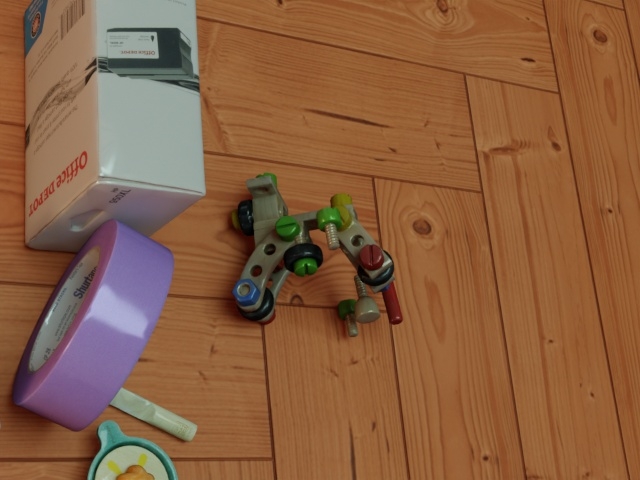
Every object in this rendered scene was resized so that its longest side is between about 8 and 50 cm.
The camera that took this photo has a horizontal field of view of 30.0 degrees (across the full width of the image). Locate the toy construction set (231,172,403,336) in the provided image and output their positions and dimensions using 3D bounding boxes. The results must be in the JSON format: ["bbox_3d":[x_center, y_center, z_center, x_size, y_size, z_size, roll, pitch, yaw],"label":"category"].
[{"bbox_3d":[0.000,0.000,1.891,0.309,0.257,0.237,25,44,-46],"label":"toy construction set"}]

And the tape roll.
[{"bbox_3d":[-0.303,0.111,1.585,0.090,0.275,0.275,29,57,-20],"label":"tape roll"}]

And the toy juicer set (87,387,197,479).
[{"bbox_3d":[-0.228,0.343,1.657,0.209,0.089,0.329,11,65,-30],"label":"toy juicer set"}]

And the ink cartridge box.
[{"bbox_3d":[-0.304,-0.205,1.709,0.166,0.285,0.395,8,67,-31],"label":"ink cartridge box"}]
